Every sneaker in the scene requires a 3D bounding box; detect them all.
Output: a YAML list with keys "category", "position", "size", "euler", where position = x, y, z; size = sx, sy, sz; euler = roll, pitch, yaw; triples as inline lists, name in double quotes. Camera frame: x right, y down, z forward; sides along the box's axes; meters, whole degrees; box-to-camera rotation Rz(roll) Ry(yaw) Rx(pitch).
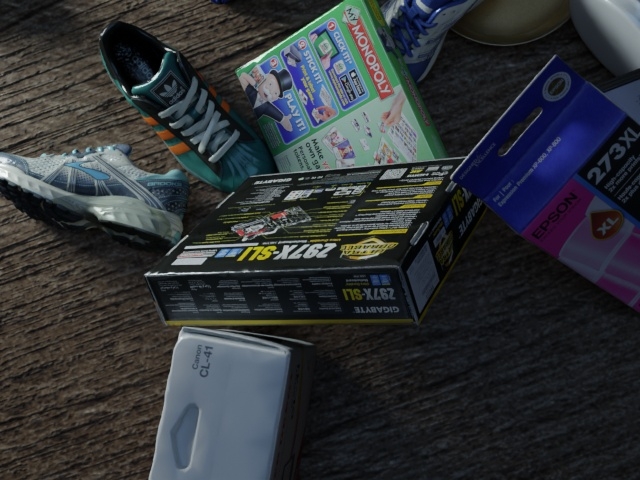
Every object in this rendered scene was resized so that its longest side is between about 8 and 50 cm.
- category: "sneaker"
  position: [-0.186, -0.174, 1.284]
  size: [0.302, 0.121, 0.108]
  euler: [42, 87, 6]
- category: "sneaker"
  position: [-0.309, -0.075, 1.306]
  size: [0.283, 0.110, 0.122]
  euler: [18, 67, 3]
- category: "sneaker"
  position: [0.125, -0.296, 1.247]
  size: [0.112, 0.131, 0.296]
  euler: [42, 106, 8]

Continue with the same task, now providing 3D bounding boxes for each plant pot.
- category: "plant pot"
  position: [0.249, -0.376, 1.321]
  size: [0.236, 0.032, 0.236]
  euler: [0, 83, 3]

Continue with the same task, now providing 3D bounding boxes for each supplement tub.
- category: "supplement tub"
  position: [0.473, -0.337, 1.220]
  size: [0.272, 0.191, 0.191]
  euler: [-42, 82, -1]

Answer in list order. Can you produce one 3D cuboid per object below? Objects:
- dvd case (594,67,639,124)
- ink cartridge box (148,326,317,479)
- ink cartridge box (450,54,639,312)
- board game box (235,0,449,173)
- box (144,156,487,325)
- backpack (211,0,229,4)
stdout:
- category: "dvd case"
  position: [0.398, -0.095, 1.206]
  size: [0.180, 0.022, 0.253]
  euler: [-21, 123, 1]
- category: "ink cartridge box"
  position: [-0.093, 0.222, 1.138]
  size: [0.131, 0.306, 0.226]
  euler: [9, 86, 5]
- category: "ink cartridge box"
  position: [0.331, -0.050, 1.124]
  size: [0.371, 0.069, 0.176]
  euler: [28, 109, -36]
- category: "board game box"
  position: [0.040, -0.127, 1.247]
  size: [0.213, 0.046, 0.317]
  euler: [-26, 84, 29]
- category: "box"
  position: [0.000, 0.000, 1.112]
  size: [0.322, 0.257, 0.079]
  euler: [-3, 119, 29]
- category: "backpack"
  position: [-0.145, -0.417, 1.282]
  size: [0.117, 0.173, 0.158]
  euler: [-38, 83, -1]
